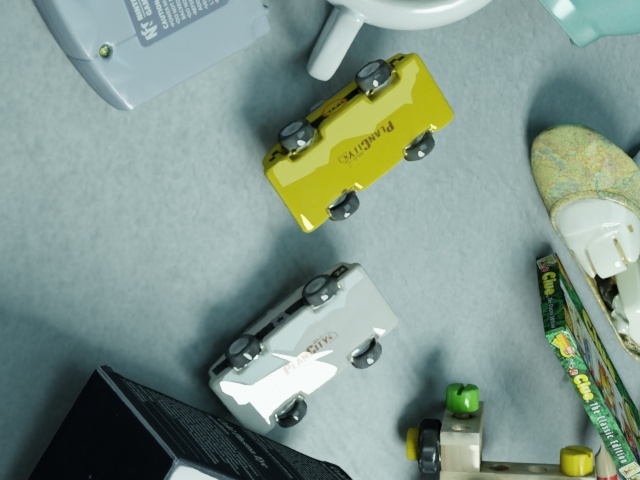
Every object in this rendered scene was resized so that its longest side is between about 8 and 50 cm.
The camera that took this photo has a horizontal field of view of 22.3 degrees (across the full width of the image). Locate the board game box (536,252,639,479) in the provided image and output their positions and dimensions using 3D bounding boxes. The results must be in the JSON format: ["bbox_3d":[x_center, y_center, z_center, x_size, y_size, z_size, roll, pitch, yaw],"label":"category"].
[{"bbox_3d":[0.303,0.149,1.799,0.030,0.136,0.260,-23,123,15],"label":"board game box"}]

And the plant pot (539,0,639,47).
[{"bbox_3d":[0.271,-0.312,1.575,0.196,0.293,0.293,-40,126,11],"label":"plant pot"}]

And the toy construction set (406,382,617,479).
[{"bbox_3d":[0.226,0.258,1.733,0.309,0.257,0.237,-13,98,-54],"label":"toy construction set"}]

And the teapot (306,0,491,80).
[{"bbox_3d":[0.075,-0.303,1.481,0.256,0.187,0.253,-19,95,-3],"label":"teapot"}]

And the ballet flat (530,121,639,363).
[{"bbox_3d":[0.330,0.020,1.773,0.123,0.123,0.348,-48,127,-16],"label":"ballet flat"}]

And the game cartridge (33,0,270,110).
[{"bbox_3d":[-0.167,-0.271,1.389,0.196,0.060,0.294,-34,119,-28],"label":"game cartridge"}]

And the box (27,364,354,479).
[{"bbox_3d":[-0.134,0.339,1.464,0.312,0.179,0.343,27,97,-38],"label":"box"}]

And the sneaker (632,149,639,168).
[{"bbox_3d":[0.442,-0.051,1.859,0.212,0.094,0.080,24,89,-37],"label":"sneaker"}]

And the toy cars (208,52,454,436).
[{"bbox_3d":[0.000,0.000,1.566,0.176,0.087,0.394,10,100,-25],"label":"toy cars"}]
